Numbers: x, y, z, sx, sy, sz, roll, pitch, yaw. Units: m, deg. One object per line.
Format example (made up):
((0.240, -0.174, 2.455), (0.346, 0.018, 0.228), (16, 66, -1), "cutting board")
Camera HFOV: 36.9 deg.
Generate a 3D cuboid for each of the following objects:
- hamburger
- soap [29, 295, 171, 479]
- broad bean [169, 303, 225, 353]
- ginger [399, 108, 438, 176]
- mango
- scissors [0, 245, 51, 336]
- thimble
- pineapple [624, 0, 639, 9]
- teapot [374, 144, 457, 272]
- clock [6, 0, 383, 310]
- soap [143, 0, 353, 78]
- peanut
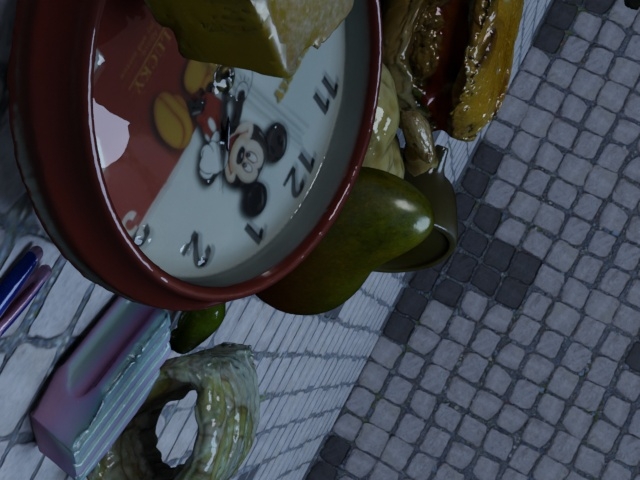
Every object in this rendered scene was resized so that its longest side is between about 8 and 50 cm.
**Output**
((0.149, -0.242, 1.176), (0.244, 0.162, 0.245), (16, 90, -73), "hamburger")
((-0.192, 0.130, 0.840), (0.149, 0.056, 0.100), (-55, 164, -34), "soap")
((-0.102, 0.013, 0.979), (0.256, 0.052, 0.052), (-67, 173, 22), "broad bean")
((0.118, -0.112, 1.149), (0.137, 0.044, 0.058), (58, 42, -71), "ginger")
((-0.004, -0.004, 1.009), (0.129, 0.146, 0.289), (-40, 179, -34), "mango")
((-0.222, 0.054, 0.651), (0.113, 0.012, 0.039), (-57, 167, -26), "scissors")
((-0.140, 0.187, 0.969), (0.190, 0.137, 0.143), (-52, 167, 7), "thimble")
((0.145, -0.287, 0.746), (0.170, 0.310, 0.141), (-47, 162, -53), "pineapple")
((0.105, -0.058, 1.461), (0.267, 0.185, 0.176), (-33, -133, 46), "teapot")
((-0.069, -0.109, 0.634), (0.318, 0.080, 0.319), (-25, 121, -50), "clock")
((-0.033, -0.218, 0.494), (0.160, 0.080, 0.258), (-9, 112, -55), "soap")
((0.029, -0.105, 1.109), (0.147, 0.147, 0.305), (-59, 163, -16), "peanut")
